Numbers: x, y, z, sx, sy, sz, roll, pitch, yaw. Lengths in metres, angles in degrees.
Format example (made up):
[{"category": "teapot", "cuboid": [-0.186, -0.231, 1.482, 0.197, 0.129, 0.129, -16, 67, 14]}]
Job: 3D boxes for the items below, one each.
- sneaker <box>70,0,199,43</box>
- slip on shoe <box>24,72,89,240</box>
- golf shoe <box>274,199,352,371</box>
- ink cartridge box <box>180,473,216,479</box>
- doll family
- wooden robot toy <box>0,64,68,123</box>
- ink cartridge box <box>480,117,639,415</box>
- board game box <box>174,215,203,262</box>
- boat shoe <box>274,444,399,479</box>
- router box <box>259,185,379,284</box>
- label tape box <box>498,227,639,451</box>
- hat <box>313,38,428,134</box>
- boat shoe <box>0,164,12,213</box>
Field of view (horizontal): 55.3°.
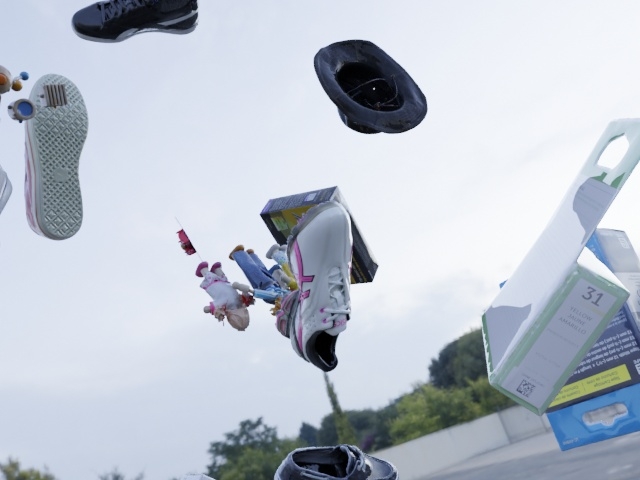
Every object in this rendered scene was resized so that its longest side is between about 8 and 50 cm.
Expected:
[{"category": "sneaker", "cuboid": [-0.312, -0.402, 1.021, 0.216, 0.079, 0.121, -11, -14, -15]}, {"category": "slip on shoe", "cuboid": [-0.519, -0.160, 1.176, 0.101, 0.332, 0.123, -10, -10, 41]}, {"category": "golf shoe", "cuboid": [0.008, 0.047, 0.602, 0.067, 0.086, 0.186, -19, -44, -31]}, {"category": "ink cartridge box", "cuboid": [-0.209, 0.624, 1.302, 0.237, 0.172, 0.100, 33, -34, -21]}, {"category": "doll family", "cuboid": [-0.073, 0.076, 1.028, 0.263, 0.163, 0.118, 4, -54, -48]}, {"category": "wooden robot toy", "cuboid": [-0.391, -0.182, 0.744, 0.173, 0.076, 0.079, 6, 0, -43]}, {"category": "ink cartridge box", "cuboid": [0.222, 0.012, 0.525, 0.235, 0.056, 0.171, -60, -6, 16]}, {"category": "board game box", "cuboid": [-0.407, 0.008, 1.835, 0.033, 0.133, 0.169, -32, -60, -12]}, {"category": "boat shoe", "cuboid": [0.052, 0.489, 1.308, 0.301, 0.108, 0.102, 12, -62, -25]}, {"category": "router box", "cuboid": [0.000, 0.000, 1.788, 0.242, 0.081, 0.309, -9, -54, 33]}, {"category": "label tape box", "cuboid": [0.509, 0.186, 1.143, 0.115, 0.348, 0.249, 1, -28, -32]}, {"category": "hat", "cuboid": [0.116, -0.382, 1.641, 0.331, 0.331, 0.134, -8, -27, -26]}, {"category": "boat shoe", "cuboid": [-0.549, -0.053, 0.957, 0.096, 0.268, 0.088, -5, -50, -4]}]
